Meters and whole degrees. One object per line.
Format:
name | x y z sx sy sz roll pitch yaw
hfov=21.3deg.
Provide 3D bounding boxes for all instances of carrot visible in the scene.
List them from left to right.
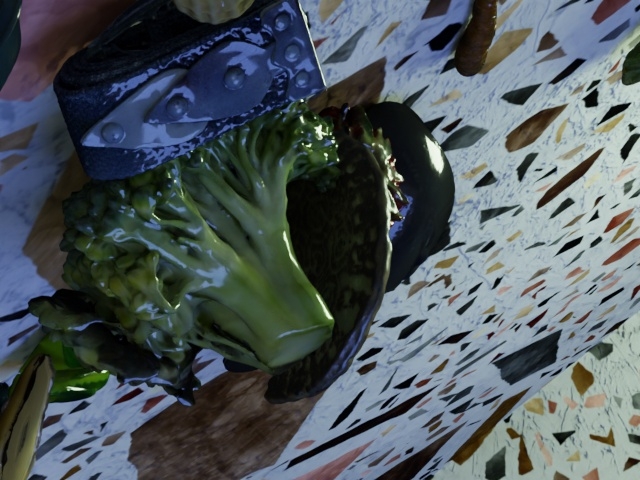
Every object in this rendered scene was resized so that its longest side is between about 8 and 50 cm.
carrot | 0.173 -0.229 1.826 0.035 0.036 0.165 -26 157 -22

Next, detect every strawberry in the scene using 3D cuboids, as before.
strawberry | 0.015 -0.052 1.841 0.087 0.167 0.208 -5 166 -40

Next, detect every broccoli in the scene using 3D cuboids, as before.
broccoli | -0.125 -0.003 1.607 0.324 0.272 0.334 0 143 -26

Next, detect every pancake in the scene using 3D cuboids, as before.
pancake | -0.013 0.026 1.726 0.033 0.286 0.288 14 177 -30

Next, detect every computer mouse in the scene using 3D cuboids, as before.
computer mouse | 0.094 -0.038 1.944 0.137 0.086 0.270 -39 143 -24

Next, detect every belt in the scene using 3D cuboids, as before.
belt | -0.120 -0.149 1.423 0.218 0.122 0.128 -29 120 -15

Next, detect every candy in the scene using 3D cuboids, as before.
candy | -0.240 0.097 1.902 0.246 0.069 0.149 -40 155 32

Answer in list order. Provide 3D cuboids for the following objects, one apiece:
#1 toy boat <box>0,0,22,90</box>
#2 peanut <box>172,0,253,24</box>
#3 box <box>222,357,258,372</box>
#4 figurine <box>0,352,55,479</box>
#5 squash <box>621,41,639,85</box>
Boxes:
toy boat | -0.334 -0.093 1.229 0.296 0.114 0.122 -37 141 8
peanut | -0.089 -0.240 1.297 0.194 0.083 0.093 78 32 -59
box | -0.029 0.102 2.288 0.212 0.042 0.201 -18 156 -39
figurine | -0.390 0.148 1.582 0.181 0.257 0.208 104 4 -59
squash | 0.494 -0.272 2.100 0.287 0.137 0.137 -36 161 14
